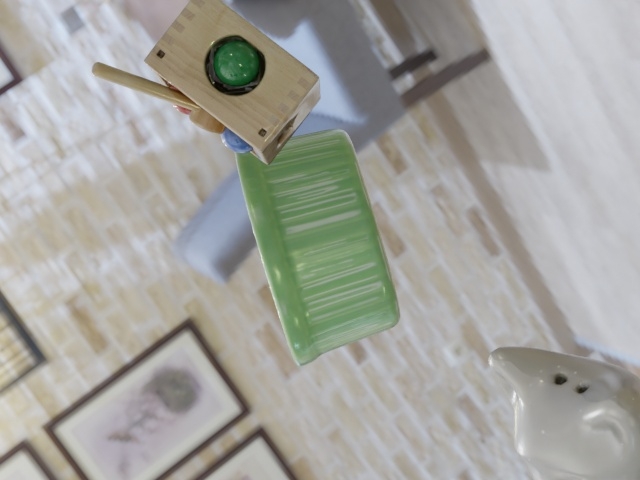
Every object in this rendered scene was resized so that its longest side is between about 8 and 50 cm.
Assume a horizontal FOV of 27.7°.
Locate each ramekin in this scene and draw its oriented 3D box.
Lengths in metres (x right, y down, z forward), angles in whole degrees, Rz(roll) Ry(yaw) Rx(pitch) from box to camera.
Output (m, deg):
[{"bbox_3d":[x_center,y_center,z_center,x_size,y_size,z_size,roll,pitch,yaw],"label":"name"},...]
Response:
[{"bbox_3d":[0.000,0.000,1.698,0.303,0.148,0.303,-16,-90,-90],"label":"ramekin"}]

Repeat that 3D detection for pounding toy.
[{"bbox_3d":[-0.081,-0.118,0.978,0.130,0.100,0.141,37,179,2],"label":"pounding toy"}]

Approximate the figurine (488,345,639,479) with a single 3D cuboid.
[{"bbox_3d":[0.183,0.116,0.519,0.215,0.092,0.209,19,165,41],"label":"figurine"}]
